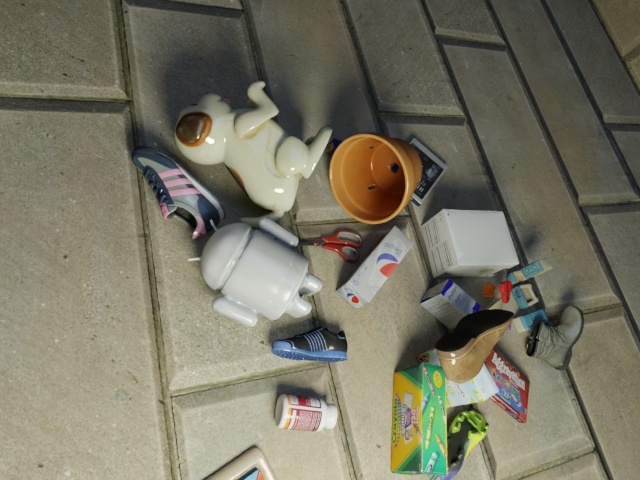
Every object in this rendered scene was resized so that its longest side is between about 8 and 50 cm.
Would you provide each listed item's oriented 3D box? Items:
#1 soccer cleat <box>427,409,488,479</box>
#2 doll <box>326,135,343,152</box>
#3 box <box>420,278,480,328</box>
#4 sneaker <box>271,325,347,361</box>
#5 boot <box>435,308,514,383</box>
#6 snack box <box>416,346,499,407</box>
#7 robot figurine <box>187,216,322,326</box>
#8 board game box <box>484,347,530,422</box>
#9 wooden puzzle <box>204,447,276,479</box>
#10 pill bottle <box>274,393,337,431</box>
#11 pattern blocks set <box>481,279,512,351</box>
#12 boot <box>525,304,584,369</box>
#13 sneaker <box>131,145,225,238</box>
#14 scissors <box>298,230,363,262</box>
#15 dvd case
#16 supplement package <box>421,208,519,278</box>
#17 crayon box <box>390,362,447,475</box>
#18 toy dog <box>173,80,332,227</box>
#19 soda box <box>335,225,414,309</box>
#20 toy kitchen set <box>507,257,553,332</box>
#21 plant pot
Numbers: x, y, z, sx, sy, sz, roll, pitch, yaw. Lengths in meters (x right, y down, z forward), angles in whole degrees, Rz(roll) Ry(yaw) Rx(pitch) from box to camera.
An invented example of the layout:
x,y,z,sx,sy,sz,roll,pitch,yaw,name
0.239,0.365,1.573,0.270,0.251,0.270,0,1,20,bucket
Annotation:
x,y,z,sx,sy,sz,roll,pitch,yaw,name
0.394,0.591,1.420,0.093,0.121,0.289,38,35,25,soccer cleat
0.112,-0.310,1.735,0.189,0.046,0.129,13,53,-25,doll
0.417,0.207,1.580,0.137,0.126,0.072,40,59,-2,box
-0.030,0.287,1.382,0.232,0.081,0.090,12,60,-26,sneaker
0.428,0.281,1.342,0.305,0.112,0.115,-24,106,-34,boot
0.394,0.389,1.438,0.070,0.207,0.174,-19,75,-30,snack box
-0.174,0.082,1.338,0.353,0.200,0.300,29,65,-9,robot figurine
0.576,0.448,1.532,0.281,0.027,0.145,40,54,-30,board game box
-0.183,0.656,1.161,0.221,0.044,0.238,-26,78,-30,wooden puzzle
-0.037,0.457,1.291,0.152,0.086,0.086,13,62,-17,pill bottle
0.550,0.274,1.584,0.325,0.026,0.285,-7,98,-49,pattern blocks set
0.809,0.312,1.693,0.161,0.083,0.246,30,73,-18,boot
-0.426,-0.136,1.383,0.319,0.112,0.131,38,55,-2,sneaker
0.000,0.000,1.562,0.297,0.021,0.109,12,65,-17,scissors
0.356,-0.259,1.828,0.179,0.029,0.238,41,57,-1,dvd case
0.517,0.014,1.702,0.262,0.145,0.204,0,67,-23,supplement package
0.272,0.497,1.360,0.081,0.165,0.278,15,62,-16,crayon box
-0.233,-0.276,1.472,0.408,0.284,0.395,27,96,-12,toy dog
0.176,0.083,1.551,0.091,0.098,0.286,44,57,0,soda box
0.741,0.191,1.703,0.122,0.166,0.207,-12,72,-28,toy kitchen set
0.203,-0.222,1.614,0.203,0.291,0.291,-29,80,-47,plant pot
